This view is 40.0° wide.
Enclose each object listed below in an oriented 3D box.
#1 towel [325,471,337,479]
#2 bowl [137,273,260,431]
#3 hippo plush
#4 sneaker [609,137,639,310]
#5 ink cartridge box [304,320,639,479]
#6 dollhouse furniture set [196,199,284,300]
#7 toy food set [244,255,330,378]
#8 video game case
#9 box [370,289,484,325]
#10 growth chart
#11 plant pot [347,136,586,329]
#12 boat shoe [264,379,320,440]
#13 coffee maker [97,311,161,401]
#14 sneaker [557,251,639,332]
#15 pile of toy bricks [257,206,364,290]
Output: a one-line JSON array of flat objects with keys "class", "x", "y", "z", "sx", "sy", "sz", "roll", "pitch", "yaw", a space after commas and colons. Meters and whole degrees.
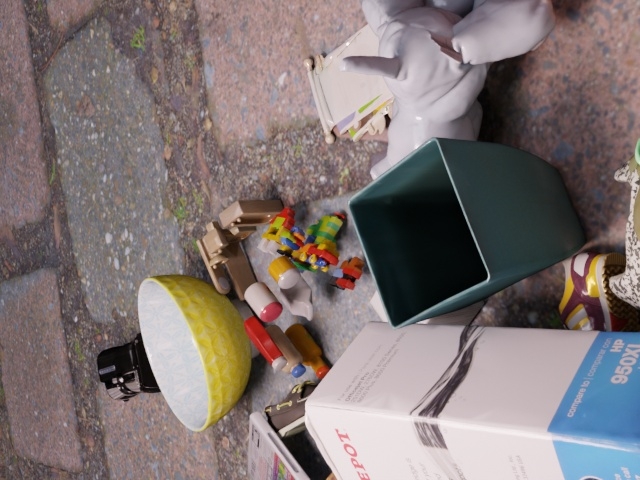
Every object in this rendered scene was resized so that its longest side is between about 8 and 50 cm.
[{"class": "towel", "x": 0.178, "y": 0.376, "z": 1.186, "sx": 0.271, "sy": 0.040, "sz": 0.370, "roll": -52, "pitch": 49, "yaw": 7}, {"class": "bowl", "x": -0.201, "y": 0.184, "z": 1.591, "sx": 0.289, "sy": 0.156, "sz": 0.290, "roll": 35, "pitch": 134, "yaw": 47}, {"class": "hippo plush", "x": 0.169, "y": -0.181, "z": 1.079, "sx": 0.234, "sy": 0.294, "sz": 0.237, "roll": -4, "pitch": 124, "yaw": 11}, {"class": "sneaker", "x": 0.368, "y": -0.087, "z": 0.889, "sx": 0.182, "sy": 0.158, "sz": 0.411, "roll": 25, "pitch": 112, "yaw": 56}, {"class": "ink cartridge box", "x": 0.216, "y": 0.249, "z": 0.963, "sx": 0.394, "sy": 0.166, "sz": 0.286, "roll": -2, "pitch": 124, "yaw": 41}, {"class": "dollhouse furniture set", "x": -0.123, "y": 0.020, "z": 1.521, "sx": 0.151, "sy": 0.144, "sz": 0.123, "roll": -34, "pitch": 74, "yaw": 32}, {"class": "toy food set", "x": -0.049, "y": 0.139, "z": 1.394, "sx": 0.104, "sy": 0.111, "sz": 0.232, "roll": 49, "pitch": 156, "yaw": 33}, {"class": "video game case", "x": -0.068, "y": 0.417, "z": 1.526, "sx": 0.183, "sy": 0.023, "sz": 0.201, "roll": 47, "pitch": 148, "yaw": 31}, {"class": "box", "x": 0.146, "y": 0.085, "z": 1.211, "sx": 0.102, "sy": 0.101, "sz": 0.087, "roll": 54, "pitch": 133, "yaw": 33}, {"class": "growth chart", "x": 0.061, "y": -0.237, "z": 1.333, "sx": 0.237, "sy": 0.021, "sz": 0.172, "roll": -20, "pitch": 80, "yaw": 50}, {"class": "plant pot", "x": 0.189, "y": -0.015, "z": 1.037, "sx": 0.165, "sy": 0.234, "sz": 0.166, "roll": -35, "pitch": 69, "yaw": 47}, {"class": "boat shoe", "x": -0.030, "y": 0.275, "z": 1.469, "sx": 0.228, "sy": 0.081, "sz": 0.069, "roll": -44, "pitch": 66, "yaw": 47}, {"class": "coffee maker", "x": -0.397, "y": 0.255, "z": 1.911, "sx": 0.178, "sy": 0.120, "sz": 0.171, "roll": -20, "pitch": 57, "yaw": 49}, {"class": "sneaker", "x": 0.324, "y": 0.106, "z": 1.031, "sx": 0.084, "sy": 0.069, "sz": 0.186, "roll": -4, "pitch": 86, "yaw": 60}, {"class": "pile of toy bricks", "x": 0.000, "y": 0.000, "z": 1.398, "sx": 0.105, "sy": 0.118, "sz": 0.212, "roll": -60, "pitch": 28, "yaw": -10}]
